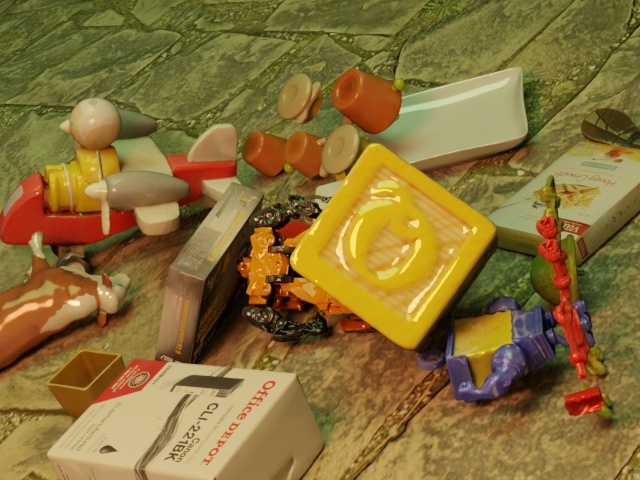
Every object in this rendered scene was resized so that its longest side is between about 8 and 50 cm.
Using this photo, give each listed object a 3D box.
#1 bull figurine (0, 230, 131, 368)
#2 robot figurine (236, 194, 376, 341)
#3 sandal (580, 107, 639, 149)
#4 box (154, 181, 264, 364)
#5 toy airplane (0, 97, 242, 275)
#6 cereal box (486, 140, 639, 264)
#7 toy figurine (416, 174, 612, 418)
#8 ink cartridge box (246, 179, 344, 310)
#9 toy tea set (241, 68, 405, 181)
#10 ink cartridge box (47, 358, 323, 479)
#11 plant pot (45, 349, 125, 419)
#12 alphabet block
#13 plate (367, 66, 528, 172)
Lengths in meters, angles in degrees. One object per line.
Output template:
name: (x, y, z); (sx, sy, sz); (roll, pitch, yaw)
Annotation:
bull figurine: (-0.453, 0.101, 2.167); (0.310, 0.101, 0.188); (-30, 46, -12)
robot figurine: (0.021, 0.041, 1.932); (0.291, 0.085, 0.211); (-1, 77, 25)
sandal: (0.465, -0.145, 2.097); (0.072, 0.049, 0.180); (-38, 46, -20)
box: (-0.158, 0.051, 2.001); (0.056, 0.183, 0.231); (21, 38, 8)
toy airplane: (-0.318, -0.122, 2.327); (0.386, 0.272, 0.384); (0, 33, 34)
cereal box: (0.371, -0.059, 1.993); (0.240, 0.047, 0.173); (-37, 32, -30)
toy figurine: (0.214, 0.089, 1.693); (0.217, 0.191, 0.362); (-18, 26, 15)
ink cartridge box: (0.000, 0.000, 2.126); (0.238, 0.060, 0.275); (-13, 28, 10)
toy tea set: (0.013, -0.184, 2.373); (0.336, 0.124, 0.200); (4, 74, 51)
ink cartridge box: (-0.164, 0.255, 1.707); (0.272, 0.114, 0.197); (2, 35, 34)
plant pot: (-0.313, 0.210, 1.922); (0.081, 0.083, 0.081); (3, 35, 36)
alphabet block: (0.097, 0.014, 1.750); (0.192, 0.193, 0.197); (-56, -9, 0)
plate: (0.215, -0.190, 2.342); (0.277, 0.045, 0.278); (-14, 28, 14)
